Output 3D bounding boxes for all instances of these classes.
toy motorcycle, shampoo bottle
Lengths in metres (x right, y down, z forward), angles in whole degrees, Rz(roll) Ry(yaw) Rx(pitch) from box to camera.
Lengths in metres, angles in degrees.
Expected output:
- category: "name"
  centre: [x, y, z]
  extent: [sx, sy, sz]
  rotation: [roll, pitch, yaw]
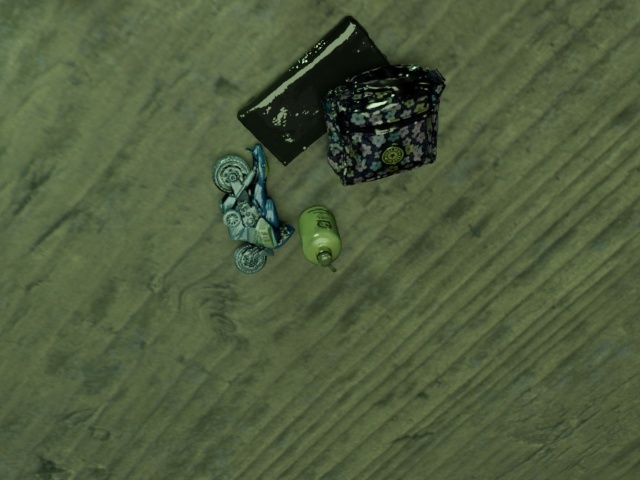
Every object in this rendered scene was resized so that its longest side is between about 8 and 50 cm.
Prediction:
- category: "toy motorcycle"
  centre: [-0.127, -0.058, 1.390]
  extent: [0.136, 0.092, 0.254]
  rotation: [-16, 112, -8]
- category: "shampoo bottle"
  centre: [0.000, 0.000, 1.394]
  extent: [0.079, 0.162, 0.079]
  rotation: [-3, 120, -5]

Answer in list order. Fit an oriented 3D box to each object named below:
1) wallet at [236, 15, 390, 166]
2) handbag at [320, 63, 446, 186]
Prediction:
- category: "wallet"
  centre: [-0.008, -0.272, 1.313]
  extent: [0.285, 0.030, 0.146]
  rotation: [-38, 117, 14]
- category: "handbag"
  centre: [0.119, -0.214, 1.293]
  extent: [0.229, 0.126, 0.207]
  rotation: [-11, 136, -4]
